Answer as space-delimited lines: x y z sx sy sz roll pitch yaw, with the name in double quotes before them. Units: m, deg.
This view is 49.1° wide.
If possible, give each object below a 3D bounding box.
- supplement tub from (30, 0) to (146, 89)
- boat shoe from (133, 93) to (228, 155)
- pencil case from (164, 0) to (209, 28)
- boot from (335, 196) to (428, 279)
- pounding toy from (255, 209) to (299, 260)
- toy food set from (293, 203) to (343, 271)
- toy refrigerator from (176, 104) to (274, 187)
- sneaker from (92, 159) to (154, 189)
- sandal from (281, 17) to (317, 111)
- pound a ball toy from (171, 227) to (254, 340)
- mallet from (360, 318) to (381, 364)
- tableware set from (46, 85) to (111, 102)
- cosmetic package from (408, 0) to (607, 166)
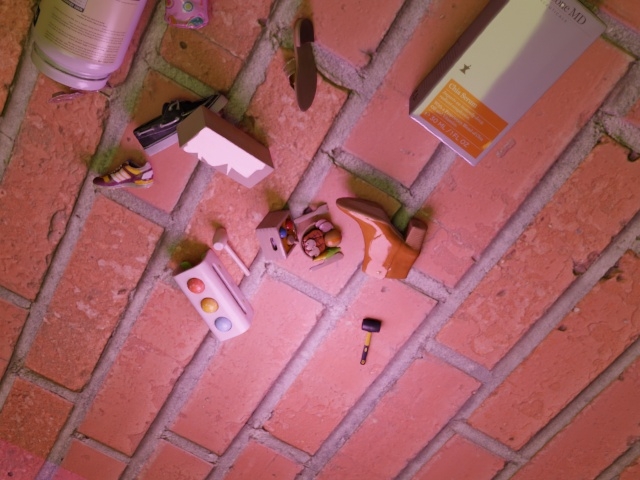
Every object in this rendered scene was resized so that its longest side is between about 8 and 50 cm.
"supplement tub" -0.587 -0.573 1.778 0.235 0.235 0.325 29 118 -8
"boat shoe" -0.397 -0.345 1.958 0.301 0.108 0.102 -24 115 27
"pencil case" -0.328 -0.679 1.748 0.124 0.124 0.284 10 118 2
"boot" 0.153 0.005 2.068 0.295 0.104 0.211 19 119 -7
"pounding toy" -0.107 -0.009 2.094 0.100 0.130 0.141 -5 119 24
"toy food set" 0.000 0.000 2.095 0.132 0.038 0.192 -25 116 -13
"toy refrigerator" -0.258 -0.255 1.923 0.102 0.094 0.269 -35 140 24
"sneaker" -0.588 -0.200 2.087 0.185 0.069 0.084 -2 110 2
"sandal" -0.065 -0.469 1.868 0.079 0.088 0.240 17 118 35
"pound a ball toy" -0.317 0.147 2.196 0.208 0.136 0.319 -22 114 19
"mallet" 0.162 0.335 2.293 0.062 0.039 0.189 3 124 4
"tableware set" -0.670 -0.410 1.939 0.169 0.141 0.020 -18 96 16
"cosmetic package" 0.449 -0.436 1.749 0.230 0.161 0.453 35 117 -11
